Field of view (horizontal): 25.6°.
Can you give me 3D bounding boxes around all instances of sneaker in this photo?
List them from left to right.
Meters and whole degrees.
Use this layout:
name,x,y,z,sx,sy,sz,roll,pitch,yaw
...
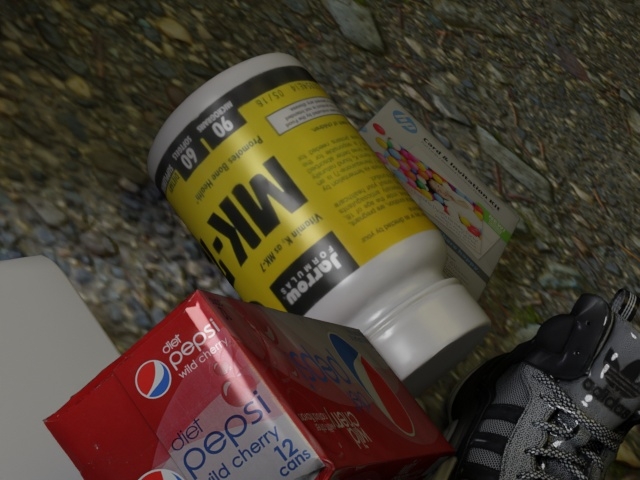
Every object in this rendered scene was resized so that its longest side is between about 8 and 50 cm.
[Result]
name,x,y,z,sx,sy,sz,roll,pitch,yaw
sneaker,0.140,0.121,0.825,0.101,0.153,0.268,38,28,-10

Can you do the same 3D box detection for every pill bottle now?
name,x,y,z,sx,sy,sz,roll,pitch,yaw
pill bottle,0.000,0.000,0.844,0.208,0.119,0.119,51,29,15

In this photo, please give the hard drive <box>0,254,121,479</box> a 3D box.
name,x,y,z,sx,sy,sz,roll,pitch,yaw
hard drive,-0.173,0.111,0.547,0.210,0.040,0.319,53,29,17

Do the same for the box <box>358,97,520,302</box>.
name,x,y,z,sx,sy,sz,roll,pitch,yaw
box,0.072,-0.023,1.059,0.145,0.038,0.186,43,26,-1

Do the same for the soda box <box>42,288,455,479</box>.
name,x,y,z,sx,sy,sz,roll,pitch,yaw
soda box,-0.017,0.090,0.644,0.092,0.083,0.263,52,7,14
